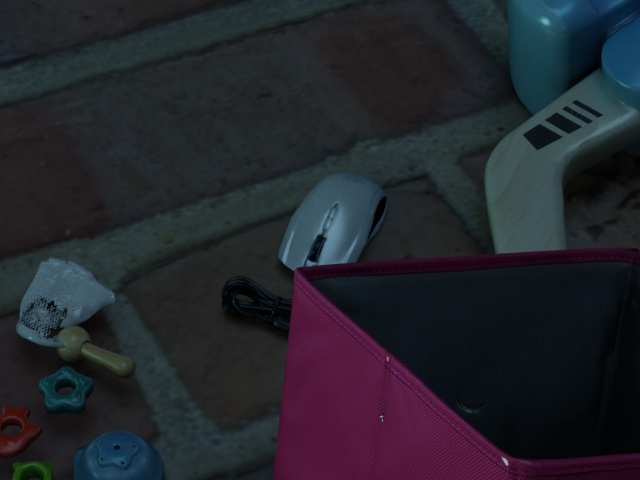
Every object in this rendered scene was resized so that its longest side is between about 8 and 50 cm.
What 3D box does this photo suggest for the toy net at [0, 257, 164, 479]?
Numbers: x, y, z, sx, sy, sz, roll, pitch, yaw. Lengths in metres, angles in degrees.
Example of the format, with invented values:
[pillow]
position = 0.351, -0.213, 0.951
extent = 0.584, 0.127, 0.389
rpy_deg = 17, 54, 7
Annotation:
[toy net]
position = -0.200, 0.114, 1.340
extent = 0.122, 0.045, 0.232
rpy_deg = -12, 49, -12

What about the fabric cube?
[fabric cube]
position = 0.131, 0.172, 1.008
extent = 0.254, 0.258, 0.259
rpy_deg = -2, 22, -27

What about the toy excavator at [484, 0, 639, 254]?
[toy excavator]
position = 0.250, -0.136, 1.516
extent = 0.445, 0.222, 0.433
rpy_deg = -31, 58, -11

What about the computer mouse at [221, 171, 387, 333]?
[computer mouse]
position = 0.000, 0.000, 1.454
extent = 0.106, 0.042, 0.193
rpy_deg = 18, 50, 12
